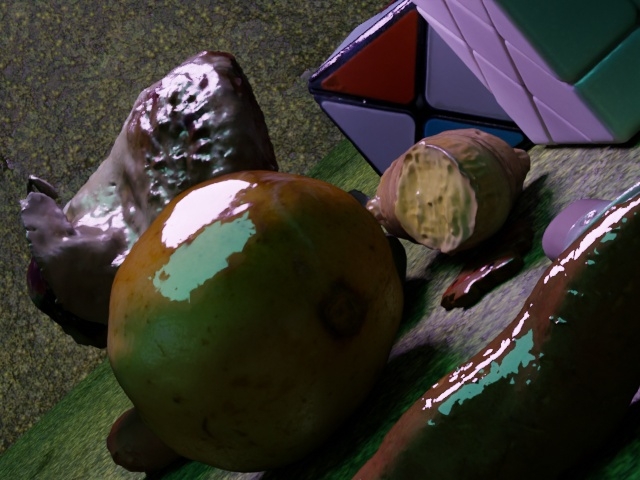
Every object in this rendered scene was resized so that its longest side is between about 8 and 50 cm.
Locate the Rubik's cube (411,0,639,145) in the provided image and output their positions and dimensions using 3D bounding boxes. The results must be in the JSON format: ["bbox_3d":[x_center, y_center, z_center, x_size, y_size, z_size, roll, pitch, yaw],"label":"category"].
[{"bbox_3d":[0.286,-0.317,1.418,0.316,0.322,0.319,-41,7,-2],"label":"Rubik's cube"}]

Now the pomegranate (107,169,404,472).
[{"bbox_3d":[-0.056,0.070,1.245,0.307,0.307,0.307,-41,8,7],"label":"pomegranate"}]

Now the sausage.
[{"bbox_3d":[-0.144,0.202,1.586,0.094,0.094,0.419,-12,-14,-38],"label":"sausage"}]

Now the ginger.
[{"bbox_3d":[0.139,-0.053,1.400,0.189,0.126,0.354,-14,5,4],"label":"ginger"}]

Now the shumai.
[{"bbox_3d":[-0.201,-0.003,1.632,0.348,0.395,0.395,-18,9,1],"label":"shumai"}]

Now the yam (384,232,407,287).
[{"bbox_3d":[0.046,0.036,1.494,0.106,0.106,0.259,-43,11,-4],"label":"yam"}]

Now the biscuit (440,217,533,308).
[{"bbox_3d":[0.167,0.019,1.292,0.119,0.019,0.130,-34,11,48],"label":"biscuit"}]

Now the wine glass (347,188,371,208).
[{"bbox_3d":[0.000,0.000,2.017,0.195,0.079,0.079,-38,8,34],"label":"wine glass"}]

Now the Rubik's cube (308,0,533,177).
[{"bbox_3d":[0.171,-0.223,1.753,0.250,0.246,0.248,-36,10,36],"label":"Rubik's cube"}]

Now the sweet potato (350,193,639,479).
[{"bbox_3d":[0.116,0.107,0.797,0.106,0.095,0.355,21,-66,-47],"label":"sweet potato"}]

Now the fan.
[{"bbox_3d":[0.212,0.002,0.950,0.130,0.074,0.244,-43,7,-2],"label":"fan"}]
